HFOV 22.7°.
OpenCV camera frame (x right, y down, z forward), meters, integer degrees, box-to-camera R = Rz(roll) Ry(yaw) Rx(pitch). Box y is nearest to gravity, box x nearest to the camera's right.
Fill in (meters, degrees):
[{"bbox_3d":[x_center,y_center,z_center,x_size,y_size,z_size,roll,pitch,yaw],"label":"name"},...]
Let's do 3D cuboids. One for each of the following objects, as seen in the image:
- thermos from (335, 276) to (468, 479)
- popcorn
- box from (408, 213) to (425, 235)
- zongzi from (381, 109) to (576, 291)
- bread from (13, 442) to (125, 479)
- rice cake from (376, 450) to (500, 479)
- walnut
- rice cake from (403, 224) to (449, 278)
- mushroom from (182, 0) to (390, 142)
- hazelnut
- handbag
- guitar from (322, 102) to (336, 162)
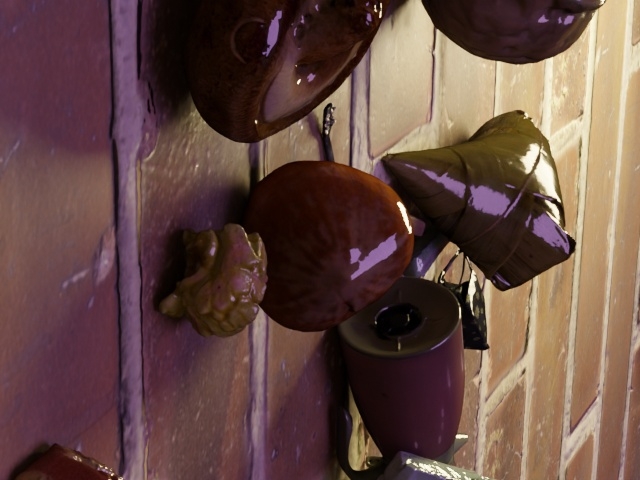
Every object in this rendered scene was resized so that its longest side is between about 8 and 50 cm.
[{"bbox_3d":[0.096,0.195,1.924,0.176,0.146,0.265,-20,128,-16],"label":"thermos"},{"bbox_3d":[-0.094,0.038,1.482,0.089,0.109,0.097,34,25,-33],"label":"popcorn"},{"bbox_3d":[0.089,-0.026,1.928,0.115,0.048,0.025,12,94,-66],"label":"box"},{"bbox_3d":[0.189,-0.111,2.081,0.300,0.145,0.274,35,34,-27],"label":"zongzi"},{"bbox_3d":[-0.208,0.234,1.321,0.192,0.067,0.119,-46,139,-53],"label":"bread"},{"bbox_3d":[0.146,0.324,1.948,0.237,0.043,0.127,19,116,-43],"label":"rice cake"},{"bbox_3d":[0.237,-0.333,1.903,0.248,0.248,0.248,9,90,-67],"label":"walnut"},{"bbox_3d":[0.154,-0.002,2.107,0.207,0.033,0.033,-44,127,-56],"label":"rice cake"},{"bbox_3d":[-0.041,-0.194,1.458,0.231,0.138,0.194,-34,171,-43],"label":"mushroom"},{"bbox_3d":[0.000,0.000,1.597,0.182,0.182,0.182,9,90,-67],"label":"hazelnut"},{"bbox_3d":[0.192,0.071,2.195,0.115,0.072,0.139,58,33,-54],"label":"handbag"},{"bbox_3d":[0.025,-0.055,1.801,0.088,0.025,0.233,-55,146,-43],"label":"guitar"}]
